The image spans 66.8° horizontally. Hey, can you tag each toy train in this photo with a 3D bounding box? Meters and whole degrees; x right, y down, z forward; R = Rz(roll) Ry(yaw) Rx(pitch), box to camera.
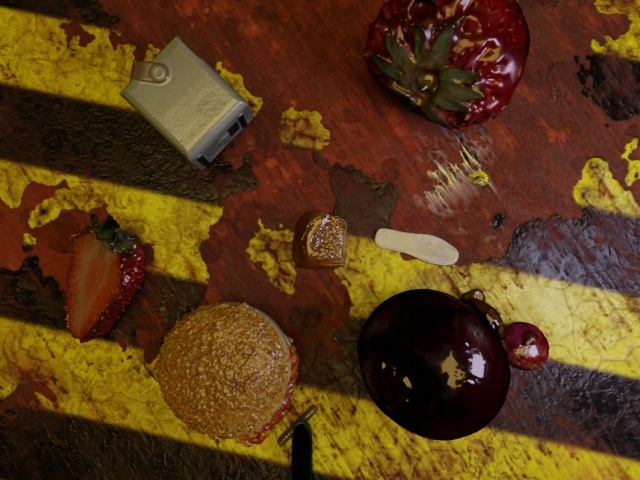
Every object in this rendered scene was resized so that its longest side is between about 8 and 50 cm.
[{"bbox_3d":[-0.041,0.493,1.055,0.044,0.042,0.209,0,89,-11],"label":"toy train"}]

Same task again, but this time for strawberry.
[{"bbox_3d":[-0.465,0.078,1.064,0.188,0.106,0.286,25,102,25],"label":"strawberry"},{"bbox_3d":[0.277,-0.421,1.013,0.317,0.295,0.345,21,54,18],"label":"strawberry"}]

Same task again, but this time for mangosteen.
[{"bbox_3d":[0.223,0.235,0.960,0.297,0.293,0.297,1,92,32],"label":"mangosteen"}]

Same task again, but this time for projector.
[{"bbox_3d":[-0.288,-0.298,1.046,0.242,0.163,0.177,43,87,1],"label":"projector"}]

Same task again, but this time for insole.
[{"bbox_3d":[0.217,0.012,1.094,0.192,0.010,0.063,14,88,1],"label":"insole"}]

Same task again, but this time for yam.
[{"bbox_3d":[-0.051,0.409,1.074,0.021,0.021,0.116,44,88,3],"label":"yam"}]

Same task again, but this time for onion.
[{"bbox_3d":[0.434,0.224,1.038,0.107,0.097,0.107,1,66,-2],"label":"onion"}]

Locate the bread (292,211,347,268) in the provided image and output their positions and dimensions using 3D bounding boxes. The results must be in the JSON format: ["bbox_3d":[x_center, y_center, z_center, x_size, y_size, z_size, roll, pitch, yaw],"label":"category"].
[{"bbox_3d":[0.000,0.000,1.084,0.126,0.044,0.129,5,84,0],"label":"bread"}]

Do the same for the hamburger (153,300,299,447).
[{"bbox_3d":[-0.188,0.264,1.005,0.294,0.179,0.276,29,89,2],"label":"hamburger"}]
